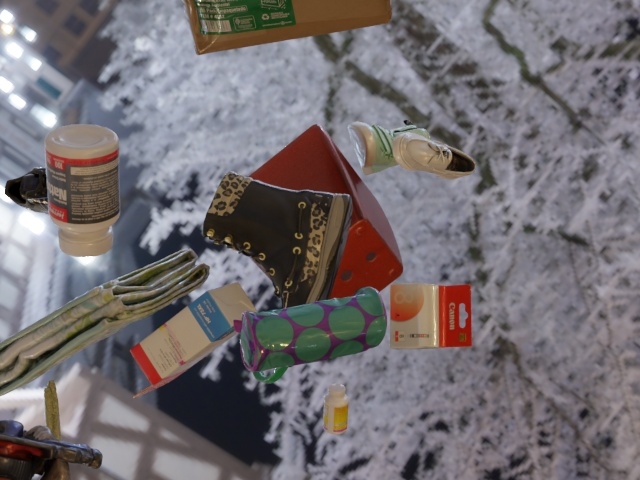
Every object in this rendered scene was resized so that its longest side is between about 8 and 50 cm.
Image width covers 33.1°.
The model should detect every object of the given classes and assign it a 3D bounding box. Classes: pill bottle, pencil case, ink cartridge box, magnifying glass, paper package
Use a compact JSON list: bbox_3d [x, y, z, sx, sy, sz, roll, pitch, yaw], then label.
[{"bbox_3d":[-0.351,-0.071,1.599,0.108,0.107,0.180,-101,-167,-63],"label":"pill bottle"},{"bbox_3d":[-0.009,0.092,1.125,0.070,0.151,0.065,-122,-152,-50],"label":"pencil case"},{"bbox_3d":[0.027,0.295,1.889,0.043,0.043,0.083,-113,-157,-66],"label":"pill bottle"},{"bbox_3d":[0.242,0.167,2.381,0.179,0.045,0.146,-5,-105,22],"label":"ink cartridge box"},{"bbox_3d":[-0.052,0.191,1.980,0.231,0.026,0.092,-35,-136,37],"label":"magnifying glass"},{"bbox_3d":[-0.055,-0.465,1.711,0.324,0.168,0.310,-7,-135,6],"label":"paper package"},{"bbox_3d":[-0.232,0.172,1.860,0.231,0.078,0.134,-36,173,18],"label":"ink cartridge box"}]

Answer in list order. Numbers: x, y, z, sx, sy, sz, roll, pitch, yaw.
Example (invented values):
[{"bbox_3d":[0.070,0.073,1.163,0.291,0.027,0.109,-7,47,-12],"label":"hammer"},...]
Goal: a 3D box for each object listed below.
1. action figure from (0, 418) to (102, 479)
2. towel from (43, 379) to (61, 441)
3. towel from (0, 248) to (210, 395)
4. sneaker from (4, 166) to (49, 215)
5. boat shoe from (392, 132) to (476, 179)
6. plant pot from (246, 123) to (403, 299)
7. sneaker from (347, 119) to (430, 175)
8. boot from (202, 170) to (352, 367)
[{"bbox_3d":[-0.412,0.290,1.206,0.330,0.341,0.179,20,-90,66],"label":"action figure"},{"bbox_3d":[-0.482,0.330,1.940,0.110,0.027,0.148,137,-52,-71],"label":"towel"},{"bbox_3d":[-0.415,0.149,1.979,0.374,0.090,0.320,-28,179,28],"label":"towel"},{"bbox_3d":[-0.440,-0.086,1.802,0.232,0.090,0.082,-11,-111,43],"label":"sneaker"},{"bbox_3d":[0.196,-0.140,1.829,0.063,0.184,0.066,-3,-108,42],"label":"boat shoe"},{"bbox_3d":[0.000,0.000,1.998,0.267,0.267,0.236,-38,-135,2],"label":"plant pot"},{"bbox_3d":[0.140,-0.203,2.131,0.151,0.094,0.256,-21,174,3],"label":"sneaker"},{"bbox_3d":[-0.071,0.031,1.389,0.085,0.178,0.237,73,34,-73],"label":"boot"}]
